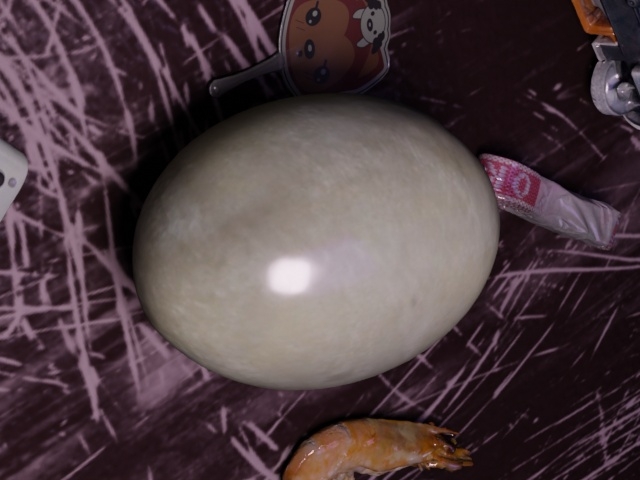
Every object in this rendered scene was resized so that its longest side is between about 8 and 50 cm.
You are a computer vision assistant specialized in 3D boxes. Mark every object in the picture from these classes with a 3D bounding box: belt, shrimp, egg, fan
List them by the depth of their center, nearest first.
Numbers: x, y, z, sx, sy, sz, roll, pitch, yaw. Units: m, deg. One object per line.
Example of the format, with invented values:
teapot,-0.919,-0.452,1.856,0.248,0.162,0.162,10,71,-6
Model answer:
egg,0.000,0.000,1.533,0.352,0.258,0.259,-7,111,-42
fan,-0.017,-0.173,1.621,0.220,0.009,0.132,-27,120,-32
shrimp,0.057,0.243,1.815,0.236,0.053,0.133,-2,105,-37
belt,0.244,-0.036,1.856,0.232,0.071,0.053,20,86,-44

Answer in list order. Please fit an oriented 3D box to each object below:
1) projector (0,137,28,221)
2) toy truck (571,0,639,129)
projector,-0.365,-0.012,1.316,0.198,0.108,0.250,38,81,-41
toy truck,0.347,-0.297,1.778,0.207,0.173,0.388,-50,129,-27
